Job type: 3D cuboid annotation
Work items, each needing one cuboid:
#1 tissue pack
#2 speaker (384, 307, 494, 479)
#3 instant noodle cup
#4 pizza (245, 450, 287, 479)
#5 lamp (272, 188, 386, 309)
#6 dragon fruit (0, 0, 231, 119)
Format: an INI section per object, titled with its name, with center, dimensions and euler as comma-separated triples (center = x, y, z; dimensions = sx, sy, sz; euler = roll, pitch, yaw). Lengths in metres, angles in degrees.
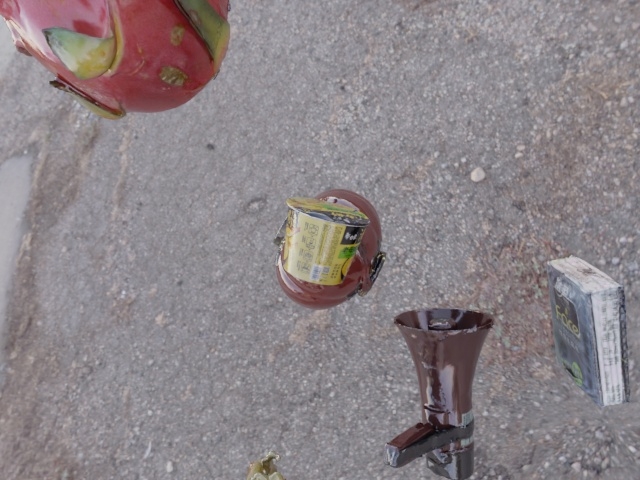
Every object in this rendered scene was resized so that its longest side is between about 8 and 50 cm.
[tissue pack]
center = 0.502, 0.166, 0.837
dimensions = 0.073, 0.173, 0.236
euler = -12, 106, 7
[speaker]
center = 0.241, 0.309, 0.860
dimensions = 0.198, 0.259, 0.330
euler = -3, 87, 19
[instant noodle cup]
center = 0.000, 0.000, 0.770
dimensions = 0.151, 0.151, 0.122
euler = 28, 108, 37
[pizza]
center = -0.049, 0.324, 0.448
dimensions = 0.071, 0.297, 0.189
euler = -5, 47, -13
[lamp]
center = 0.022, 0.022, 1.064
dimensions = 0.257, 0.303, 0.303
euler = 29, 87, 1
[dragon fruit]
center = -0.288, -0.319, 0.563
dimensions = 0.305, 0.226, 0.306
euler = 0, 92, 14
